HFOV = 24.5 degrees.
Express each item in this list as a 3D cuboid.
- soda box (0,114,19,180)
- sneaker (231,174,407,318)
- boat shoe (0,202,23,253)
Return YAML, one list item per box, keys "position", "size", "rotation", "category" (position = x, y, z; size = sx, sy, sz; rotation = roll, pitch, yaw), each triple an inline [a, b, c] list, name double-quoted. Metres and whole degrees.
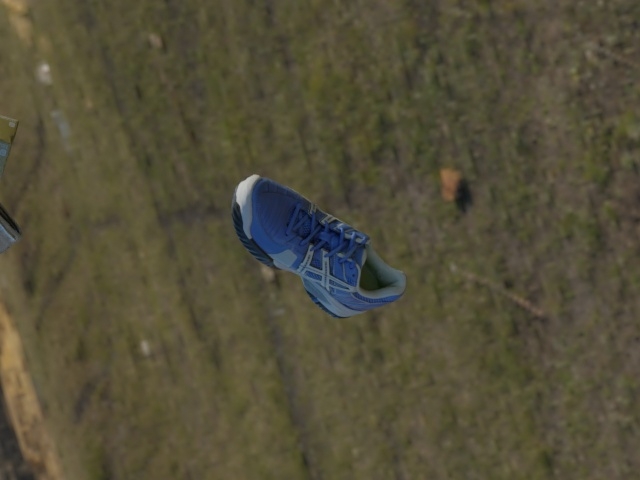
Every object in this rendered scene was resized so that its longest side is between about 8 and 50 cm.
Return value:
- position: [-0.466, -0.136, 1.792]
  size: [0.058, 0.181, 0.061]
  rotation: [-90, 20, -53]
  category: "soda box"
- position: [0.000, 0.000, 1.371]
  size: [0.081, 0.211, 0.080]
  rotation: [-9, 57, 40]
  category: "sneaker"
- position: [-0.311, -0.050, 1.273]
  size: [0.066, 0.063, 0.184]
  rotation: [57, 171, 47]
  category: "boat shoe"
